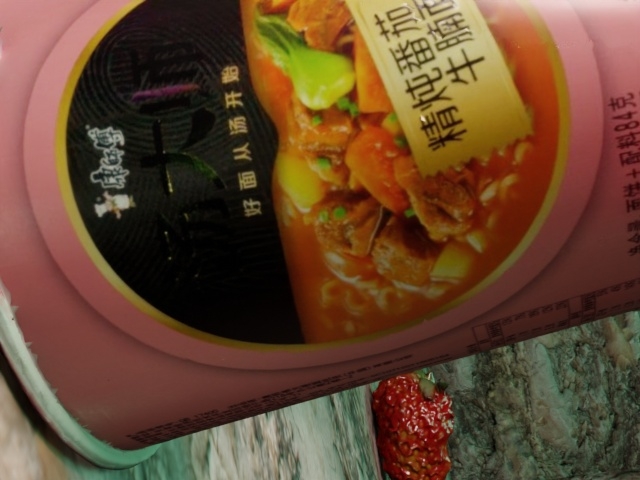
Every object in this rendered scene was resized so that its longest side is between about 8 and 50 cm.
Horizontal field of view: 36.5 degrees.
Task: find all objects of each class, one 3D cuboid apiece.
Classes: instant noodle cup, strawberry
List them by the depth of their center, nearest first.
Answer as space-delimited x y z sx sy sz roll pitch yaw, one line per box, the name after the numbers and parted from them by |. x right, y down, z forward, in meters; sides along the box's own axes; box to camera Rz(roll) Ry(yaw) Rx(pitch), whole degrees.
0.014 -0.036 0.416 0.244 0.255 0.244 -12 90 -80 | instant noodle cup
0.127 0.298 1.437 0.174 0.098 0.228 -129 -142 -72 | strawberry
